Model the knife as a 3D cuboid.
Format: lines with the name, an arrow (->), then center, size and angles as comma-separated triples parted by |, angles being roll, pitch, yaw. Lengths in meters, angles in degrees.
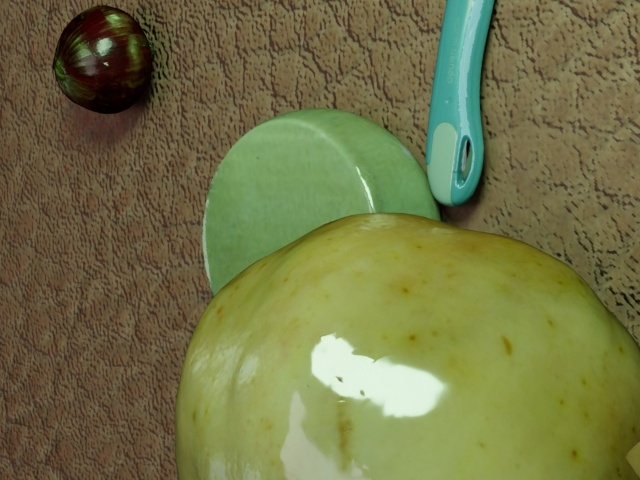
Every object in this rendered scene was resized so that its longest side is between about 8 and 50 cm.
knife -> 0.128, -0.140, 1.350 | 0.064, 0.031, 0.222 | 12, 98, 46

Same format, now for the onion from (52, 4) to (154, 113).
onion -> -0.229, -0.190, 1.628 | 0.118, 0.119, 0.117 | 49, 156, 28

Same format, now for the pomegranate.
pomegranate -> 0.073, 0.189, 1.176 | 0.411, 0.411, 0.411 | 4, 96, 42

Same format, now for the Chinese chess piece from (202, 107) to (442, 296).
Chinese chess piece -> 0.000, 0.000, 1.429 | 0.250, 0.101, 0.250 | 4, 96, 42

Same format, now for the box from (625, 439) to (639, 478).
box -> 0.331, 0.176, 1.047 | 0.070, 0.237, 0.152 | -48, 62, 30
